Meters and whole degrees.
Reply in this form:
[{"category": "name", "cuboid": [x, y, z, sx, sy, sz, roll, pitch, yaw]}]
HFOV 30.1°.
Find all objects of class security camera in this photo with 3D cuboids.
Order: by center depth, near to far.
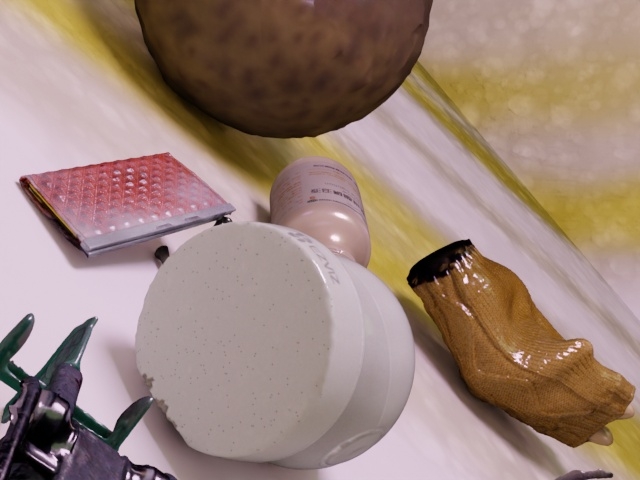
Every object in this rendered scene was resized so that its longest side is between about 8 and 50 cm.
[{"category": "security camera", "cuboid": [-0.017, 0.092, 0.996, 0.195, 0.194, 0.236, 54, 16, 24]}]

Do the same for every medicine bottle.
[{"category": "medicine bottle", "cuboid": [0.000, 0.000, 1.368, 0.114, 0.114, 0.252, 40, 19, -21]}]

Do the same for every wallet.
[{"category": "wallet", "cuboid": [-0.175, -0.039, 1.097, 0.103, 0.020, 0.196, 43, 32, 19]}]

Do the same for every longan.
[{"category": "longan", "cuboid": [-0.049, -0.324, 1.540, 0.391, 0.391, 0.391, 42, 17, -16]}]

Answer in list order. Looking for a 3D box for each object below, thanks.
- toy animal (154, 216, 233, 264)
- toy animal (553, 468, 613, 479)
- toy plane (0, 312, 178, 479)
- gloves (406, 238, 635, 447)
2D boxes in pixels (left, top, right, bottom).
[{"category": "toy animal", "cuboid": [-0.047, 0.068, 1.173, 0.217, 0.073, 0.176, 15, 35, -52]}, {"category": "toy animal", "cuboid": [0.298, 0.369, 1.097, 0.247, 0.183, 0.310, 7, 25, -10]}, {"category": "toy plane", "cuboid": [-0.155, 0.139, 0.612, 0.106, 0.155, 0.382, 40, 19, -19]}, {"category": "gloves", "cuboid": [0.259, 0.148, 1.585, 0.356, 0.155, 0.203, 40, 7, -1]}]
